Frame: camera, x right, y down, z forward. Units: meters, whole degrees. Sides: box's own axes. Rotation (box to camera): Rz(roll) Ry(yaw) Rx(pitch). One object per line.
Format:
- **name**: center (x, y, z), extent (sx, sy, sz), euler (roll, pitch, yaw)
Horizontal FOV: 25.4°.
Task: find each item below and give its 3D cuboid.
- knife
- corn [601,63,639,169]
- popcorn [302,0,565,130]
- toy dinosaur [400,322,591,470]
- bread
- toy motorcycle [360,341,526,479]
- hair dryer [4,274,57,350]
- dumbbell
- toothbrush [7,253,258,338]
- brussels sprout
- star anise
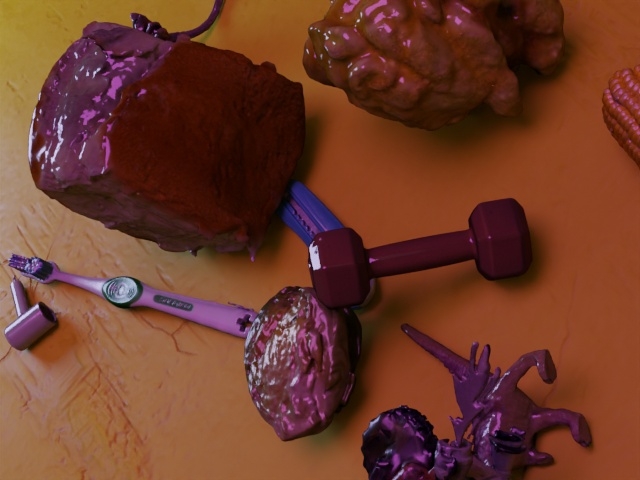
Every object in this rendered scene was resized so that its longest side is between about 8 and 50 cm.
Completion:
- **knife**: center (0.000, 0.000, 1.642), extent (0.064, 0.031, 0.222), euler (-47, 48, 10)
- **corn**: center (0.366, -0.081, 1.398), extent (0.093, 0.093, 0.244), euler (-39, 50, 10)
- **popcorn**: center (0.116, -0.230, 1.562), extent (0.250, 0.235, 0.242), euler (-39, 45, -13)
- **toy dinosaur**: center (0.162, 0.164, 1.419), extent (0.200, 0.072, 0.251), euler (-26, 63, 34)
- **bread**: center (-0.188, -0.128, 1.689), extent (0.225, 0.279, 0.250), euler (-7, 60, 54)
- **toy motorcycle**: center (0.103, 0.261, 1.311), extent (0.207, 0.134, 0.401), euler (32, 112, 36)
- **hair dryer**: center (-0.387, 0.084, 1.862), extent (0.063, 0.038, 0.124), euler (-37, 43, 10)
- **dumbbell**: center (0.102, 0.015, 1.479), extent (0.231, 0.092, 0.082), euler (-10, 84, -1)
- **toothbrush**: center (-0.233, 0.067, 1.766), extent (0.418, 0.040, 0.042), euler (13, 76, 34)
- **brussels sprout**: center (-0.019, 0.130, 1.543), extent (0.139, 0.100, 0.181), euler (-21, 67, 29)
- **star anise**: center (-0.178, -0.296, 1.941), extent (0.227, 0.218, 0.148), euler (-26, 3, -30)
